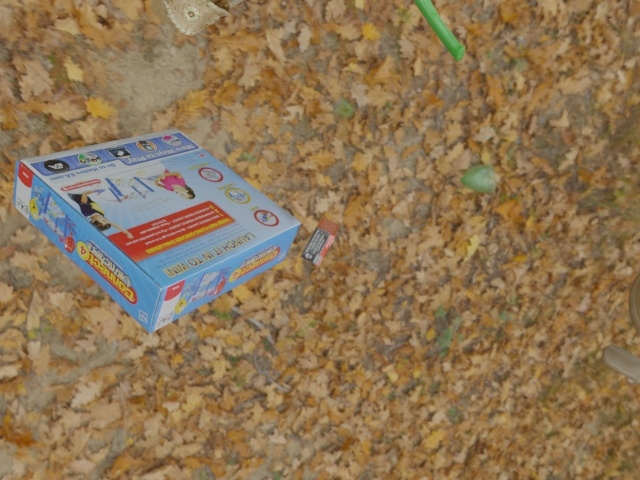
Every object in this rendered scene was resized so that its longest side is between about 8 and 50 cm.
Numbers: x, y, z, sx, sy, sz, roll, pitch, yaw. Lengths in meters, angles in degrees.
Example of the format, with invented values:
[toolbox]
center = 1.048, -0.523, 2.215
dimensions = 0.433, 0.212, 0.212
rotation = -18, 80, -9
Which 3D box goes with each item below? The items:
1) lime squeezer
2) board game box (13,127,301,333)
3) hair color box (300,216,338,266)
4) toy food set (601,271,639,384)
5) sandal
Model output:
[lime squeezer]
center = 0.076, -0.360, 0.799
dimensions = 0.059, 0.310, 0.110
rotation = -48, 156, -13
[board game box]
center = -0.240, -0.039, 0.913
dimensions = 0.308, 0.302, 0.086
rotation = -28, 150, -51
[hair color box]
center = 0.000, 0.000, 1.206
dimensions = 0.043, 0.141, 0.072
rotation = 29, 102, 0
[toy food set]
center = 0.306, 0.068, 0.458
dimensions = 0.192, 0.132, 0.038
rotation = -41, 150, -25
[sandal]
center = -0.142, -0.263, 0.668
dimensions = 0.088, 0.240, 0.079
rotation = 25, 79, -31
